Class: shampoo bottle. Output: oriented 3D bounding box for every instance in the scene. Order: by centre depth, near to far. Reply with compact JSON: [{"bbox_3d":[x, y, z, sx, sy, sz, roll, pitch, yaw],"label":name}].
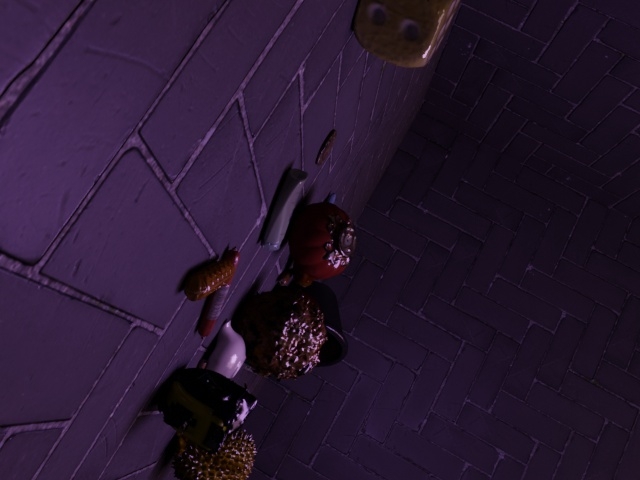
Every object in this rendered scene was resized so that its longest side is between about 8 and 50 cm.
[{"bbox_3d":[-0.086,-0.069,1.314,0.213,0.049,0.072,-65,177,34],"label":"shampoo bottle"}]

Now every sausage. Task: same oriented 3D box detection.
[{"bbox_3d":[-0.214,0.115,1.175,0.253,0.034,0.034,-64,173,29],"label":"sausage"}]

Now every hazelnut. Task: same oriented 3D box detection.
[{"bbox_3d":[-0.098,0.245,1.985,0.203,0.178,0.178,0,129,-34],"label":"hazelnut"}]

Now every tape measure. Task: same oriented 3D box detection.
[{"bbox_3d":[-0.255,0.359,1.237,0.112,0.186,0.199,-67,169,9],"label":"tape measure"}]

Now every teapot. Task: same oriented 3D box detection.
[{"bbox_3d":[-0.257,0.321,1.488,0.226,0.092,0.145,-60,173,13],"label":"teapot"}]

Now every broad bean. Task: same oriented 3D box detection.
[{"bbox_3d":[-0.033,0.071,1.947,0.229,0.121,0.156,96,7,-46],"label":"broad bean"}]

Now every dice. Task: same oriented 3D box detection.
[{"bbox_3d":[0.179,-0.470,1.142,0.166,0.169,0.169,-56,172,-41],"label":"dice"}]

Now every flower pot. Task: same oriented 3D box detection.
[{"bbox_3d":[-0.050,0.323,2.279,0.379,0.379,0.251,111,-6,-49],"label":"flower pot"}]

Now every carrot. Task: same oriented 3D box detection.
[{"bbox_3d":[-0.116,0.121,1.971,0.036,0.035,0.165,-63,176,18],"label":"carrot"}]

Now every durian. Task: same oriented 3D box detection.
[{"bbox_3d":[-0.323,0.649,1.690,0.258,0.258,0.293,-58,168,-26],"label":"durian"}]

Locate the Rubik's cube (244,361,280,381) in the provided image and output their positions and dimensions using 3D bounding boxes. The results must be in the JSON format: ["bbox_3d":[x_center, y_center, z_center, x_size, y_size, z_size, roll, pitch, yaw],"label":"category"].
[{"bbox_3d":[-0.157,0.311,1.775,0.184,0.187,0.182,-56,172,-27],"label":"Rubik's cube"}]

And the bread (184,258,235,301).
[{"bbox_3d":[-0.201,0.070,1.032,0.052,0.044,0.157,-60,174,16],"label":"bread"}]

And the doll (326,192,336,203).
[{"bbox_3d":[0.026,-0.081,2.019,0.180,0.075,0.120,-58,176,-22],"label":"doll"}]

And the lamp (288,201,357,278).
[{"bbox_3d":[0.000,0.000,1.646,0.227,0.226,0.227,-60,173,-12],"label":"lamp"}]

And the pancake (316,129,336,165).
[{"bbox_3d":[0.017,-0.248,1.526,0.115,0.011,0.115,-60,173,-12],"label":"pancake"}]

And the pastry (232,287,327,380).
[{"bbox_3d":[-0.110,0.267,1.573,0.275,0.274,0.193,-60,-169,-8],"label":"pastry"}]

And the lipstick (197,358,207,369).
[{"bbox_3d":[-0.312,0.343,1.434,0.094,0.019,0.019,-64,173,22],"label":"lipstick"}]
